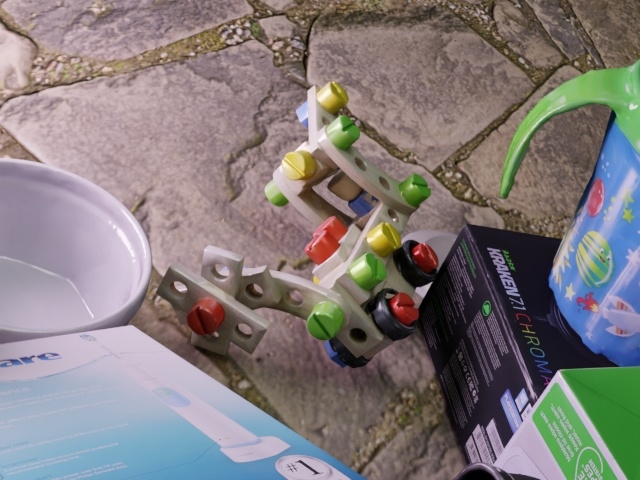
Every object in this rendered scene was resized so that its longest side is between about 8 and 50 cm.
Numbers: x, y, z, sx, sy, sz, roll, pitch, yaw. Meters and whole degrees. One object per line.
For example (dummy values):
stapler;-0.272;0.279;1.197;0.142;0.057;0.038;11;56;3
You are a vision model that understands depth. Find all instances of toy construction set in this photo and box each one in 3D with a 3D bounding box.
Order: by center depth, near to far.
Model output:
toy construction set;0.000;0.000;1.040;0.215;0.151;0.328;47;44;-9

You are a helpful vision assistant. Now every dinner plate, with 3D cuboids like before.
dinner plate;0.150;0.031;1.196;0.141;0.017;0.141;14;38;-11

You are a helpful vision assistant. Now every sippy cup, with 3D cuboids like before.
sippy cup;0.317;-0.008;0.938;0.240;0.224;0.305;-18;54;-43

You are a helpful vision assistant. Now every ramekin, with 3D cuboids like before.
ramekin;-0.249;0.038;0.892;0.207;0.109;0.207;14;37;-11

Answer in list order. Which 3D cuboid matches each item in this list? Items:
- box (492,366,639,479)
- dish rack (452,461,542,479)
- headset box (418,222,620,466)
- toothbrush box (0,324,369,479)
box;0.261;0.217;0.844;0.262;0.231;0.127;1;42;-27
dish rack;0.134;0.304;0.701;0.074;0.208;0.271;6;40;-38
headset box;0.267;0.128;1.043;0.283;0.131;0.246;9;39;-20
toothbrush box;-0.143;0.166;0.677;0.216;0.126;0.295;-7;20;-39
